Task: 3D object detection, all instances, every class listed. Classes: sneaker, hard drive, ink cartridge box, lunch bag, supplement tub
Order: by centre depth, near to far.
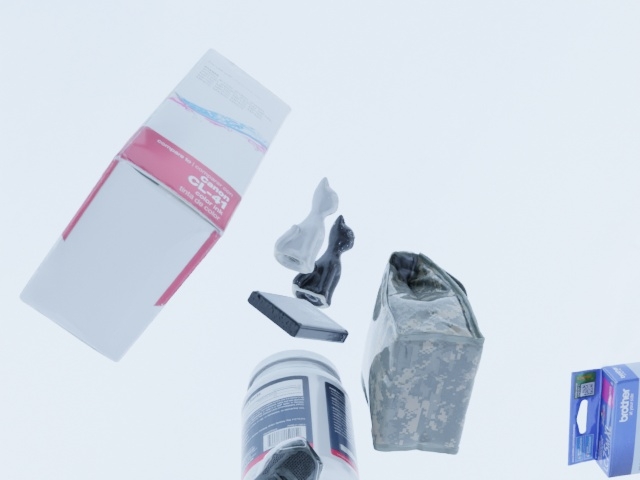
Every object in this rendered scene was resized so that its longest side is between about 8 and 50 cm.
[{"bbox_3d":[-0.169,-0.049,0.996,0.226,0.131,0.306,-49,-170,32],"label":"ink cartridge box"},{"bbox_3d":[-0.066,0.310,1.056,0.178,0.072,0.077,-49,180,14],"label":"sneaker"},{"bbox_3d":[-0.029,0.106,1.255,0.135,0.094,0.022,18,105,-58],"label":"hard drive"},{"bbox_3d":[0.562,0.284,1.475,0.311,0.065,0.186,-5,111,-6],"label":"ink cartridge box"},{"bbox_3d":[-0.038,0.333,1.503,0.191,0.272,0.191,-2,125,-3],"label":"supplement tub"},{"bbox_3d":[0.157,0.177,1.509,0.169,0.287,0.235,4,117,-8],"label":"lunch bag"}]

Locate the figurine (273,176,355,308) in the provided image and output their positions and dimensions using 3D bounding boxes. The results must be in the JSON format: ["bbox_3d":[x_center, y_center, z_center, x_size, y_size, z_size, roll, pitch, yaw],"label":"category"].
[{"bbox_3d":[0.000,0.000,1.906,0.209,0.092,0.215,-61,149,-28],"label":"figurine"}]
